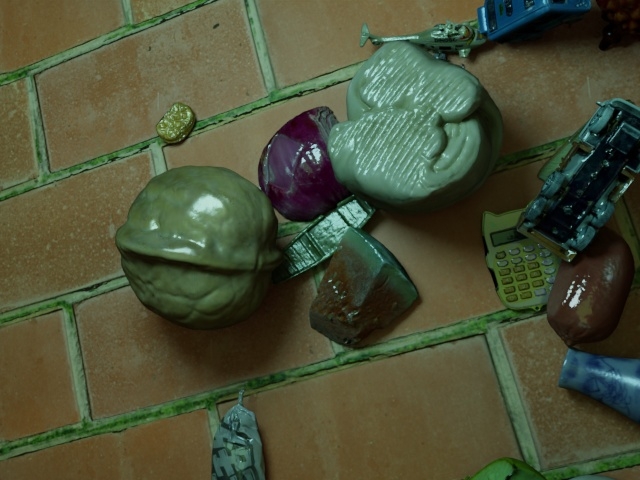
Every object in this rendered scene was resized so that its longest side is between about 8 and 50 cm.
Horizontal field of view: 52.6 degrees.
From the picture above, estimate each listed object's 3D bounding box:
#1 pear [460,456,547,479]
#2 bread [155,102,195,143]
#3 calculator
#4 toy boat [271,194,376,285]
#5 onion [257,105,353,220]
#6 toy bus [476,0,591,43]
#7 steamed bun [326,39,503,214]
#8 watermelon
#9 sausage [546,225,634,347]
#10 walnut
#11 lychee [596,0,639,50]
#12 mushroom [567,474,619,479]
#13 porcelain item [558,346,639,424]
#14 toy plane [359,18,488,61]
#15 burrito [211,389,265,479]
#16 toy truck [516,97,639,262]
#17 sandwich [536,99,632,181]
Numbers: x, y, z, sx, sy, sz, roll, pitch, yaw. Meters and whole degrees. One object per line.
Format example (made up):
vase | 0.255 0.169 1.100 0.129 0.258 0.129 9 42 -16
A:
pear | 0.381 0.623 1.224 0.318 0.238 0.342 34 85 5
bread | -0.368 -0.298 1.654 0.083 0.044 0.110 37 89 16
calculator | 0.438 0.038 1.400 0.157 0.033 0.236 -13 80 11
toy boat | 0.000 0.000 1.505 0.293 0.055 0.093 -38 75 5
onion | -0.042 -0.182 1.520 0.248 0.111 0.250 -29 77 6
toy bus | 0.445 -0.496 1.362 0.135 0.246 0.113 -9 94 -16
steamed bun | 0.215 -0.208 1.383 0.368 0.255 0.342 40 99 41
watermelon | 0.074 0.125 1.445 0.193 0.140 0.256 45 101 25
sausage | 0.545 0.095 1.301 0.148 0.148 0.254 26 81 17
walnut | -0.264 0.012 1.416 0.382 0.381 0.380 -2 80 14
lychee | 0.708 -0.564 1.248 0.424 0.425 0.499 46 134 17
mushroom | 0.591 0.517 1.256 0.225 0.093 0.116 1 96 5
porcelain item | 0.606 0.287 1.265 0.259 0.141 0.141 14 85 26
toy plane | 0.238 -0.466 1.495 0.287 0.108 0.091 4 82 17
burrito | -0.183 0.557 1.437 0.139 0.101 0.444 -7 81 18
toy truck | 0.522 -0.125 1.268 0.136 0.162 0.305 32 111 3
sandwich | 0.586 -0.205 1.372 0.258 0.096 0.094 -44 79 6
